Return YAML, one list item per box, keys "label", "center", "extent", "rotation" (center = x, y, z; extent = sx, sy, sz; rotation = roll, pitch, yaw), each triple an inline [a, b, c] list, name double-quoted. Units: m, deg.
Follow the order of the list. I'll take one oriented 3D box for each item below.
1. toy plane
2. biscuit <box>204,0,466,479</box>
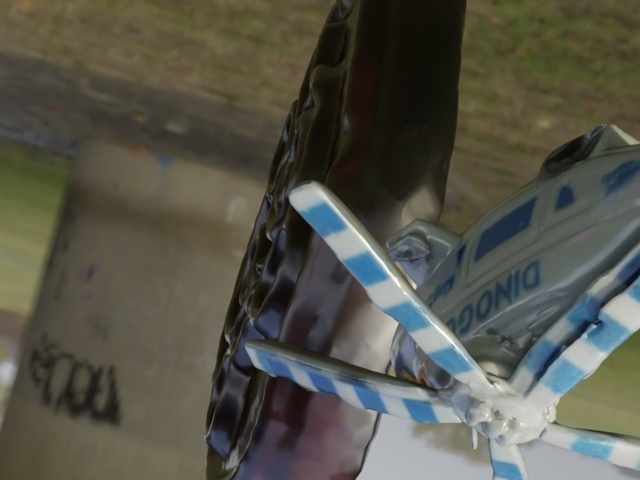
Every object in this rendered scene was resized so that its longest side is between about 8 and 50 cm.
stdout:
- label: "toy plane"
  center: [0.090, -0.015, 0.476]
  extent: [0.182, 0.107, 0.273]
  rotation: [22, 139, 1]
- label: "biscuit"
  center: [0.000, 0.000, 1.130]
  extent: [0.091, 0.407, 0.407]
  rotation: [15, 176, -5]
